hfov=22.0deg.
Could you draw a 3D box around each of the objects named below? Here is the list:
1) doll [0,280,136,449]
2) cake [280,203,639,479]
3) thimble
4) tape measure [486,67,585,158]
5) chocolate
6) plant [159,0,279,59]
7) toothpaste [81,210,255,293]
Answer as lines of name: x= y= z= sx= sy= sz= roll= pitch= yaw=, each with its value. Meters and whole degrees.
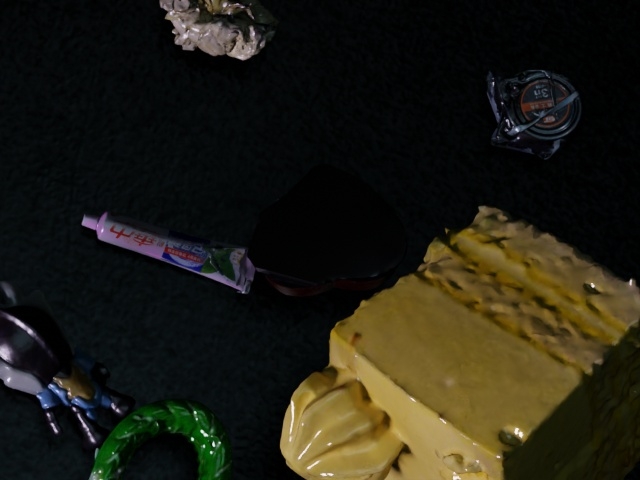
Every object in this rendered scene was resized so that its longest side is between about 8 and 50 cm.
doll: x=-0.255 y=0.102 z=1.475 sx=0.195 sy=0.070 sz=0.096 roll=43 pitch=55 yaw=-4
cake: x=0.130 y=0.151 z=1.423 sx=0.227 sy=0.222 sz=0.286 roll=32 pitch=65 yaw=33
thimble: x=-0.141 y=0.206 z=1.455 sx=0.130 sy=0.090 sz=0.118 roll=-19 pitch=80 yaw=-16
tape measure: x=0.215 y=-0.127 z=1.645 sx=0.094 sy=0.054 sz=0.091 roll=-1 pitch=75 yaw=-5
chocolate: x=0.000 y=0.000 z=1.553 sx=0.148 sy=0.080 sz=0.125 roll=-10 pitch=64 yaw=-7
plant: x=-0.094 y=-0.238 z=1.585 sx=0.116 sy=0.122 sz=0.104 roll=17 pitch=60 yaw=1
toothpaste: x=-0.141 y=0.006 z=1.548 sx=0.170 sy=0.028 sz=0.045 roll=17 pitch=78 yaw=-10
